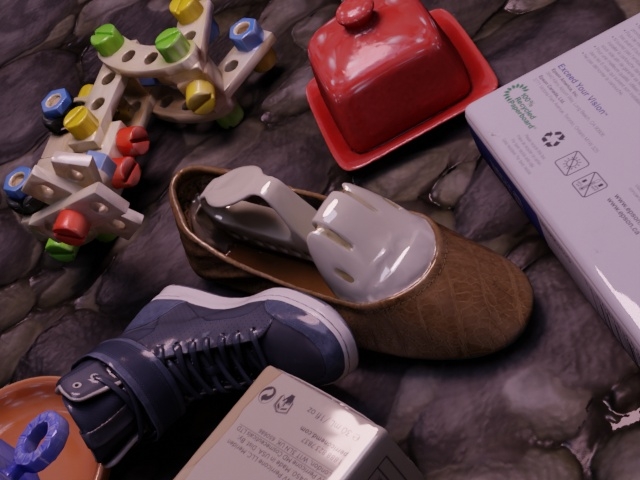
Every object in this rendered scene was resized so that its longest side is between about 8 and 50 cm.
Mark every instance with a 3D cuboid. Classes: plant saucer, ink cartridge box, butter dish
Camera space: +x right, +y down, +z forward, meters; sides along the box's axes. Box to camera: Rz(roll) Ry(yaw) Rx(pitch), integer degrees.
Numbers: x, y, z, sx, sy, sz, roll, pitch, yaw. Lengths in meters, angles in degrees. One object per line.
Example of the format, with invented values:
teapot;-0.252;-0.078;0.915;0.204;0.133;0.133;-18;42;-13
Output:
plant saucer;-0.249;0.202;0.933;0.200;0.037;0.200;-18;45;19
ink cartridge box;0.311;-0.068;0.805;0.330;0.071;0.324;-28;41;2
butter dish;0.051;-0.166;1.025;0.160;0.118;0.160;-29;42;7

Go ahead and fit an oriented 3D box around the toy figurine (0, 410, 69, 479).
toy figurine;-0.230;0.169;0.634;0.217;0.191;0.362;-41;27;-10

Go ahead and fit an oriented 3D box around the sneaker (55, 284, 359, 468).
sneaker;-0.093;0.105;0.856;0.226;0.086;0.163;-1;28;43

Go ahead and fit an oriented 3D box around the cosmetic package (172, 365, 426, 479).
cosmetic package;-0.059;0.248;0.677;0.113;0.160;0.309;24;66;45

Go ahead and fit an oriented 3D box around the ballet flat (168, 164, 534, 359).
ballet flat;0.000;0.000;0.897;0.342;0.124;0.116;19;63;42

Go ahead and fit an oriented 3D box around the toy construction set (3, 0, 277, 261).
toy construction set;-0.185;-0.094;1.101;0.215;0.151;0.327;-5;38;29
